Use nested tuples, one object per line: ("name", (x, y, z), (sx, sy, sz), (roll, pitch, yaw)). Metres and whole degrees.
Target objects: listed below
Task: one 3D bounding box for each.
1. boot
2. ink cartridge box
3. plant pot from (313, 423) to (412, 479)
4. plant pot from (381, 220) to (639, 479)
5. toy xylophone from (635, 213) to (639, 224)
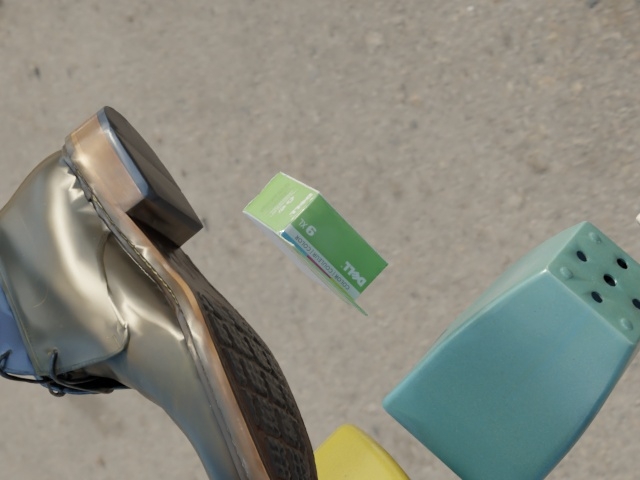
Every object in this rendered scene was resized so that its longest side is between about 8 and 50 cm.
("boot", (-0.084, 0.052, 0.584), (0.106, 0.082, 0.219), (-35, 57, 8))
("ink cartridge box", (0.000, 0.000, 1.386), (0.109, 0.062, 0.209), (46, 176, -18))
("plant pot", (0.046, 0.314, 1.212), (0.212, 0.212, 0.187), (50, 165, -8))
("plant pot", (0.210, 0.107, 1.293), (0.166, 0.165, 0.234), (42, 132, 6))
("toy xylophone", (0.349, 0.003, 0.879), (0.236, 0.322, 0.081), (43, 176, 10))
